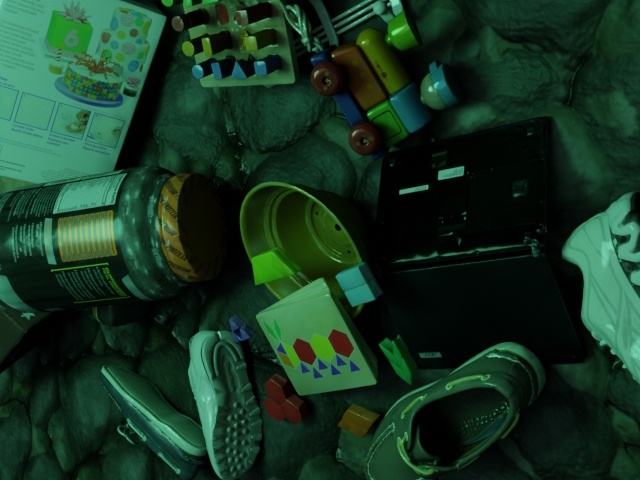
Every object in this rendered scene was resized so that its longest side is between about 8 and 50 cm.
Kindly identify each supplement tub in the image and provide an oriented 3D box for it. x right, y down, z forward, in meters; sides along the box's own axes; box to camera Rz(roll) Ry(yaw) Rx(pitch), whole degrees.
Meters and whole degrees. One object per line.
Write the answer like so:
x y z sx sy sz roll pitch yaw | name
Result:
-0.329 -0.002 1.236 0.338 0.207 0.207 -6 91 18 | supplement tub

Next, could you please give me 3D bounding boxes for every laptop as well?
0.196 0.012 0.995 0.234 0.136 0.264 -10 64 37 | laptop

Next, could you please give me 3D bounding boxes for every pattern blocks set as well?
-0.008 0.139 1.087 0.325 0.026 0.285 -9 108 47 | pattern blocks set

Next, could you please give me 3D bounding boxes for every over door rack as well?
-0.043 -0.399 1.071 0.239 0.108 0.324 -19 83 36 | over door rack

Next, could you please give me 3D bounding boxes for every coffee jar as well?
-0.388 0.090 1.395 0.184 0.096 0.079 17 108 34 | coffee jar

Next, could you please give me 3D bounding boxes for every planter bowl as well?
0.000 0.000 1.074 0.217 0.090 0.217 27 136 29 | planter bowl

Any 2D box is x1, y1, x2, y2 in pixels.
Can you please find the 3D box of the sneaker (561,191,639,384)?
0.350 0.100 0.839 0.118 0.110 0.292 -32 67 43 | sneaker

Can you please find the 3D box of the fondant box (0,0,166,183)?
-0.417 -0.253 1.273 0.330 0.238 0.096 -65 32 20 | fondant box

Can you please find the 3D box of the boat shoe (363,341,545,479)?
0.146 0.236 0.998 0.109 0.091 0.305 49 125 8 | boat shoe

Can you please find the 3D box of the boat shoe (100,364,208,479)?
-0.288 0.303 1.349 0.254 0.095 0.079 32 103 21 | boat shoe

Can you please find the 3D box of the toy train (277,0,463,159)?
0.057 -0.236 0.976 0.143 0.105 0.248 -27 105 24 | toy train

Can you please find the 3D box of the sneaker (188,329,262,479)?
-0.158 0.257 1.258 0.095 0.090 0.235 -10 85 50 | sneaker

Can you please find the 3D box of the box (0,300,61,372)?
-0.591 0.125 1.481 0.168 0.167 0.203 45 122 -2 | box

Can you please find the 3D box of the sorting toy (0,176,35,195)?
-0.563 -0.066 1.537 0.132 0.046 0.274 22 114 34 | sorting toy

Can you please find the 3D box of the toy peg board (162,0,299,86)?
-0.127 -0.276 1.051 0.161 0.079 0.161 5 116 31 | toy peg board
